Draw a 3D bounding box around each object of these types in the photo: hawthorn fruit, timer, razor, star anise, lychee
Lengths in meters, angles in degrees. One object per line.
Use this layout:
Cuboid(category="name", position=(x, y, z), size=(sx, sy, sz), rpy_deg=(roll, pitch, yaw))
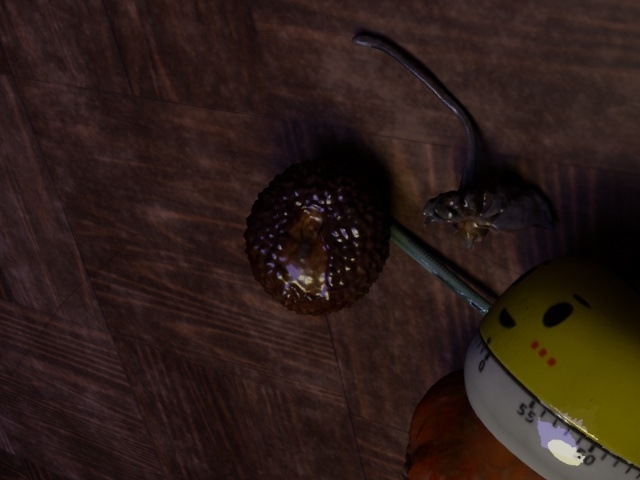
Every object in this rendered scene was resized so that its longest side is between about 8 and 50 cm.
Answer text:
Cuboid(category="hawthorn fruit", position=(0.239, 0.302, 1.360), size=(0.307, 0.276, 0.276), rpy_deg=(20, 141, -8))
Cuboid(category="timer", position=(0.305, 0.104, 1.146), size=(0.285, 0.285, 0.285), rpy_deg=(24, 137, 25))
Cuboid(category="razor", position=(0.161, 0.049, 1.364), size=(0.211, 0.036, 0.084), rpy_deg=(35, 138, 12))
Cuboid(category="star anise", position=(0.143, -0.111, 1.256), size=(0.148, 0.218, 0.227), rpy_deg=(130, 140, -80))
Cuboid(category="lychee", position=(0.000, 0.000, 1.361), size=(0.188, 0.188, 0.188), rpy_deg=(24, 137, 25))
